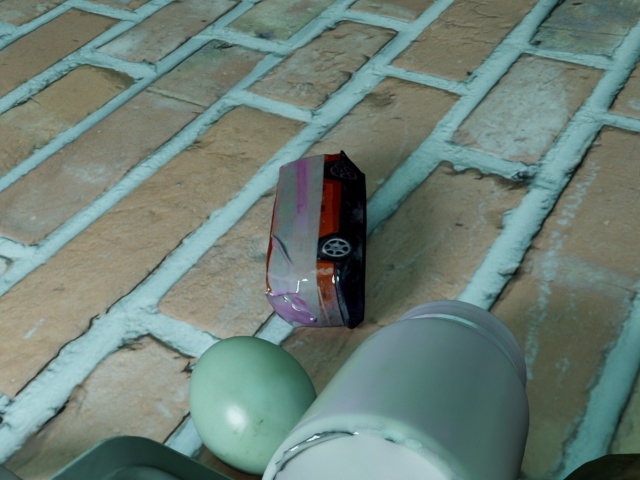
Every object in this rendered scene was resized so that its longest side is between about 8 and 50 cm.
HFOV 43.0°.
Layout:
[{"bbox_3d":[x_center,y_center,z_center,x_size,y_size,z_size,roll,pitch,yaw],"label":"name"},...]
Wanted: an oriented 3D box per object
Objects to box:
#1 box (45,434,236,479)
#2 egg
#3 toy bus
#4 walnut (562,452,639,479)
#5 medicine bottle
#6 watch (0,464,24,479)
[{"bbox_3d":[-0.145,0.358,0.725,0.395,0.111,0.396,19,22,19],"label":"box"},{"bbox_3d":[-0.083,0.198,0.990,0.149,0.149,0.192,-24,46,-19],"label":"egg"},{"bbox_3d":[0.000,0.000,1.226,0.147,0.128,0.303,-4,43,10],"label":"toy bus"},{"bbox_3d":[0.320,0.310,0.749,0.248,0.248,0.248,-4,41,3],"label":"walnut"},{"bbox_3d":[0.098,0.202,0.825,0.213,0.214,0.378,10,18,18],"label":"medicine bottle"},{"bbox_3d":[-0.435,0.329,0.858,0.244,0.196,0.231,-15,45,20],"label":"watch"}]
